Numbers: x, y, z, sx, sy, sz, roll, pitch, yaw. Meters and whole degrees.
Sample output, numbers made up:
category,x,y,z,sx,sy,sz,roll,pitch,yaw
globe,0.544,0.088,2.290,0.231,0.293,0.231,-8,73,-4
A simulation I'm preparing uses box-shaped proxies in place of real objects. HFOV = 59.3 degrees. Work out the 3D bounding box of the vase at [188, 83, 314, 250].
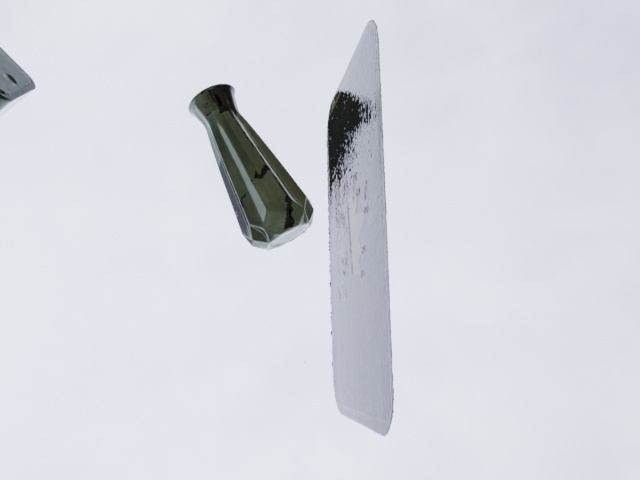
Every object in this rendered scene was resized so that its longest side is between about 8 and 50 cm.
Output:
category,x,y,z,sx,sy,sz,roll,pitch,yaw
vase,-0.157,-0.160,1.219,0.165,0.165,0.360,-26,-101,-23

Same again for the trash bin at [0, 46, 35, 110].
category,x,y,z,sx,sy,sz,roll,pitch,yaw
trash bin,-0.758,-0.261,1.061,0.343,0.158,0.223,-35,-66,13

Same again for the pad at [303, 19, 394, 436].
category,x,y,z,sx,sy,sz,roll,pitch,yaw
pad,0.001,0.000,0.606,0.063,0.315,0.376,1,-102,-9
